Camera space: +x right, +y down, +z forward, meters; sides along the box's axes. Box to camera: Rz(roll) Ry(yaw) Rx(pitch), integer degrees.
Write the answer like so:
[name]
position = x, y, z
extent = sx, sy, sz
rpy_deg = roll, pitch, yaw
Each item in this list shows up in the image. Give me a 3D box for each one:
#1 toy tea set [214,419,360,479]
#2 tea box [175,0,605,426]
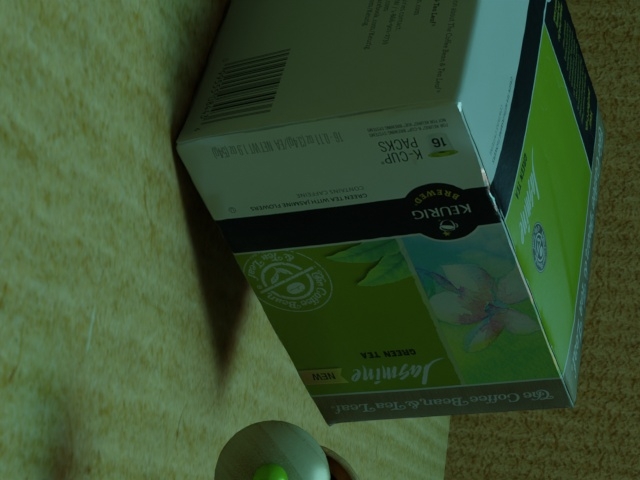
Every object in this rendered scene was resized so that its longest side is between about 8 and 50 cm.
[toy tea set]
position = -0.071, 0.263, 0.850
extent = 0.124, 0.200, 0.336
rpy_deg = 73, 23, -84
[tea box]
position = 0.078, -0.081, 1.230
extent = 0.329, 0.220, 0.323
rpy_deg = -74, 148, -43
